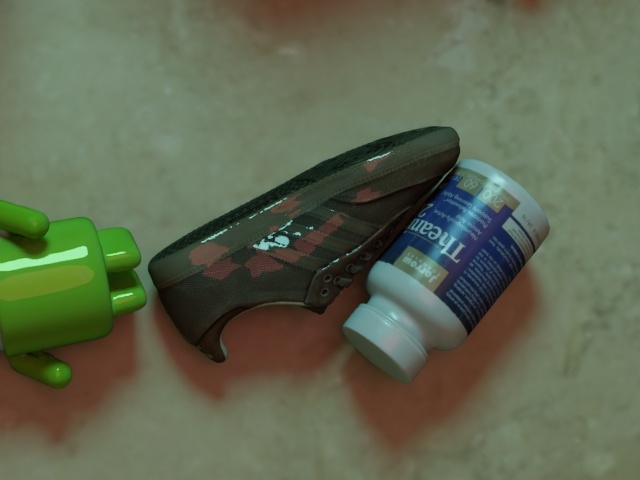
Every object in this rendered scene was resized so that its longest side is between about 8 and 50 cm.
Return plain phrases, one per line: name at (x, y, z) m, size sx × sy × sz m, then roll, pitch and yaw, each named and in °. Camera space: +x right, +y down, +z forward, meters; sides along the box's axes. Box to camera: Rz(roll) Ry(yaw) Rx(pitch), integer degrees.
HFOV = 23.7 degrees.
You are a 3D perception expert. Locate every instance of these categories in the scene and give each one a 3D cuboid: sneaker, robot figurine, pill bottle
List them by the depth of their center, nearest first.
robot figurine at (-0.152, 0.025, 0.805) m, size 0.115 × 0.067 × 0.101 m, roll -10°, pitch 116°, yaw -13°
sneaker at (0.000, 0.000, 0.848) m, size 0.188 × 0.066 × 0.071 m, roll -26°, pitch 101°, yaw -6°
pill bottle at (0.068, 0.018, 0.850) m, size 0.067 × 0.067 × 0.120 m, roll 41°, pitch 77°, yaw -4°
